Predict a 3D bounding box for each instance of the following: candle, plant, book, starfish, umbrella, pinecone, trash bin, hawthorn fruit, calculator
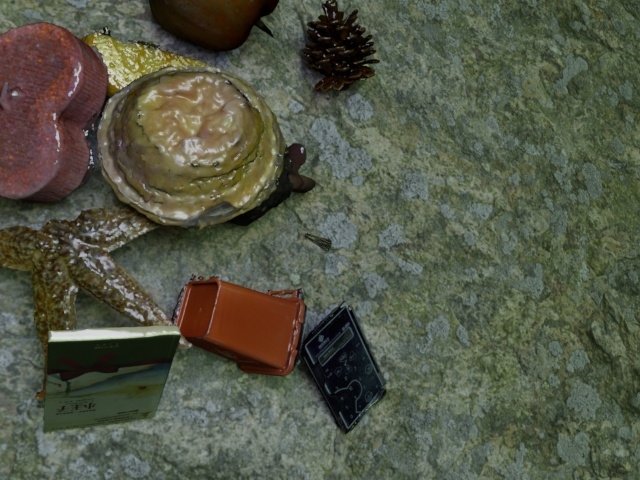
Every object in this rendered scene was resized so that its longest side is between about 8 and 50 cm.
[{"bbox_3d":[-0.542,-0.239,0.974,0.287,0.131,0.317,17,89,8],"label":"candle"},{"bbox_3d":[-0.135,-0.149,1.193,0.234,0.178,0.204,-42,93,-31],"label":"plant"},{"bbox_3d":[-0.362,0.237,0.939,0.201,0.289,0.026,0,46,-27],"label":"book"},{"bbox_3d":[-0.433,0.059,0.987,0.398,0.132,0.384,-18,87,-16],"label":"starfish"},{"bbox_3d":[-0.001,0.001,1.315,0.083,0.020,0.031,21,68,-15],"label":"umbrella"},{"bbox_3d":[0.042,-0.484,1.375,0.185,0.168,0.212,-45,112,-42],"label":"pinecone"},{"bbox_3d":[-0.152,0.152,1.086,0.238,0.161,0.184,31,62,-41],"label":"trash bin"},{"bbox_3d":[-0.218,-0.550,1.210,0.301,0.268,0.268,28,66,-28],"label":"hawthorn fruit"},{"bbox_3d":[0.056,0.282,1.217,0.165,0.028,0.274,-40,119,-30],"label":"calculator"}]

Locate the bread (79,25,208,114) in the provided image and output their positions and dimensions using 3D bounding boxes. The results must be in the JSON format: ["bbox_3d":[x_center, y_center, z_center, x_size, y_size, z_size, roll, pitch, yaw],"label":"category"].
[{"bbox_3d":[-0.369,-0.313,1.133,0.260,0.160,0.147,9,79,-31],"label":"bread"}]

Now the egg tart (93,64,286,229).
[{"bbox_3d":[-0.227,-0.191,1.000,0.352,0.150,0.352,5,69,-13],"label":"egg tart"}]
